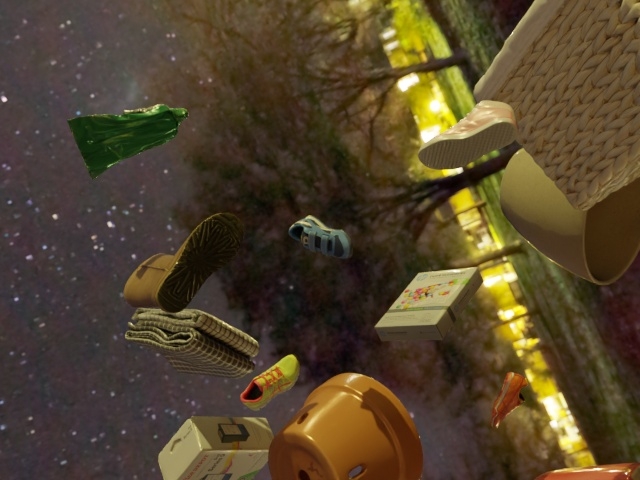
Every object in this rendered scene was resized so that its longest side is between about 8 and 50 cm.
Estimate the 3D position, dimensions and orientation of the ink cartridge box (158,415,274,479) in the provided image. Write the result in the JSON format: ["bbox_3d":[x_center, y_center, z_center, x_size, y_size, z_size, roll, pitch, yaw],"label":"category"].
[{"bbox_3d":[-0.226,0.471,1.529,0.212,0.154,0.093,17,-150,-41],"label":"ink cartridge box"}]

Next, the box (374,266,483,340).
[{"bbox_3d":[0.210,0.122,1.328,0.186,0.145,0.038,-42,-67,-40],"label":"box"}]

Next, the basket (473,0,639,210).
[{"bbox_3d":[0.470,-0.270,1.002,0.266,0.328,0.331,55,155,15],"label":"basket"}]

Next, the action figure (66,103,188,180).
[{"bbox_3d":[-0.382,-0.225,1.420,0.063,0.232,0.137,-126,20,-49],"label":"action figure"}]

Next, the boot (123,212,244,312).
[{"bbox_3d":[-0.287,0.042,1.391,0.089,0.236,0.269,48,160,-18],"label":"boot"}]

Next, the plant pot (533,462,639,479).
[{"bbox_3d":[0.560,0.545,1.301,0.275,0.243,0.274,15,-125,-22],"label":"plant pot"}]

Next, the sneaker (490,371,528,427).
[{"bbox_3d":[0.494,0.428,1.813,0.064,0.068,0.175,-54,-16,-61],"label":"sneaker"}]

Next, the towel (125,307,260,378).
[{"bbox_3d":[-0.330,0.261,1.751,0.235,0.284,0.121,36,-119,-44],"label":"towel"}]

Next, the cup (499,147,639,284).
[{"bbox_3d":[0.522,-0.098,1.446,0.237,0.331,0.331,19,153,43],"label":"cup"}]

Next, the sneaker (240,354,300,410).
[{"bbox_3d":[-0.144,0.405,1.969,0.081,0.208,0.094,46,-177,29],"label":"sneaker"}]

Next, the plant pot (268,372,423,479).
[{"bbox_3d":[0.031,0.441,1.408,0.204,0.291,0.290,-17,-97,-45],"label":"plant pot"}]

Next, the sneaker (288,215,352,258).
[{"bbox_3d":[0.000,0.000,1.275,0.144,0.059,0.053,25,121,42],"label":"sneaker"}]

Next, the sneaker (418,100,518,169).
[{"bbox_3d":[0.195,-0.140,0.910,0.051,0.134,0.070,53,-145,-29],"label":"sneaker"}]
